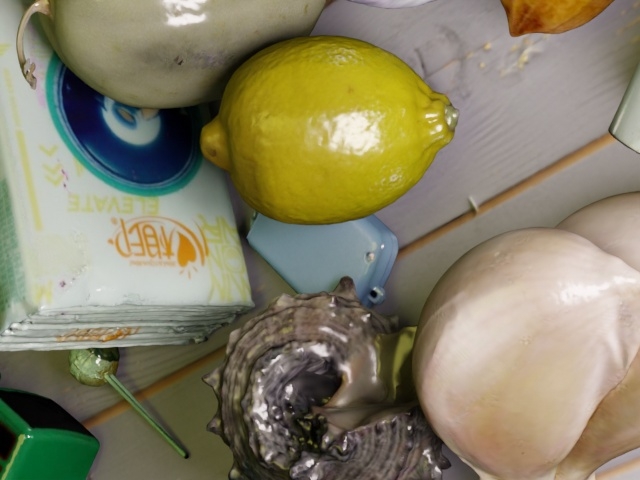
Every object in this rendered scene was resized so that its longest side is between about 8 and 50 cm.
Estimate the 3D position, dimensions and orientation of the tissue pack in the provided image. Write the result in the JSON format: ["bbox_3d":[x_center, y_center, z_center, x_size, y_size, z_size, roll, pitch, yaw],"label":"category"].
[{"bbox_3d":[-0.252,-0.084,1.843,0.162,0.287,0.388,-32,65,45],"label":"tissue pack"}]

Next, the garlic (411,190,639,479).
[{"bbox_3d":[0.228,0.078,1.409,0.340,0.231,0.246,-20,71,48],"label":"garlic"}]

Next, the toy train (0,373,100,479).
[{"bbox_3d":[-0.425,0.266,2.073,0.429,0.178,0.249,34,101,39],"label":"toy train"}]

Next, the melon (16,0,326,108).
[{"bbox_3d":[-0.144,-0.258,1.733,0.272,0.308,0.272,-30,55,55],"label":"melon"}]

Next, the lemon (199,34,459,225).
[{"bbox_3d":[0.009,-0.106,1.660,0.248,0.184,0.184,-4,83,6],"label":"lemon"}]

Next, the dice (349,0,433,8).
[{"bbox_3d":[0.066,-0.390,1.561,0.270,0.270,0.271,-43,60,34],"label":"dice"}]

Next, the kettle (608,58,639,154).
[{"bbox_3d":[0.344,-0.154,1.329,0.161,0.221,0.236,23,104,-1],"label":"kettle"}]

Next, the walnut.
[{"bbox_3d":[0.224,-0.258,1.513,0.116,0.116,0.207,55,126,31],"label":"walnut"}]

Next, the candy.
[{"bbox_3d":[-0.212,0.178,1.959,0.202,0.061,0.061,41,115,29],"label":"candy"}]

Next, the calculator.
[{"bbox_3d":[0.000,0.000,1.762,0.210,0.039,0.121,44,118,36],"label":"calculator"}]

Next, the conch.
[{"bbox_3d":[0.027,0.150,1.652,0.313,0.186,0.241,-2,74,44],"label":"conch"}]
